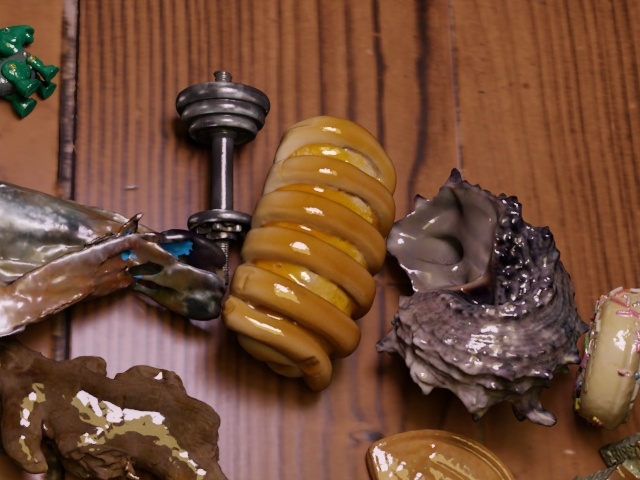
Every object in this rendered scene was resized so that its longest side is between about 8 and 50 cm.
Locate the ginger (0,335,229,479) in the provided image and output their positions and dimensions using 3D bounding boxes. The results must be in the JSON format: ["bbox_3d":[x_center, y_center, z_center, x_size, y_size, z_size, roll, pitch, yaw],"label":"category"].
[{"bbox_3d":[-0.228,0.190,1.656,0.333,0.080,0.166,26,50,-8],"label":"ginger"}]

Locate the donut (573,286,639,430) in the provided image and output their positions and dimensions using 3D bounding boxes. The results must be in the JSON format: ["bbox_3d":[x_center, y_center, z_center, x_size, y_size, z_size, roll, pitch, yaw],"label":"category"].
[{"bbox_3d":[0.333,0.132,1.798,0.068,0.174,0.174,13,64,4],"label":"donut"}]

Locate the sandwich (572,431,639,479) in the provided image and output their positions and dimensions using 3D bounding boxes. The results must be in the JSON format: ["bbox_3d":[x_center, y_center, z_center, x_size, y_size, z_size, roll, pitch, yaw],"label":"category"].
[{"bbox_3d":[0.346,0.279,1.778,0.244,0.090,0.088,-40,85,-27],"label":"sandwich"}]

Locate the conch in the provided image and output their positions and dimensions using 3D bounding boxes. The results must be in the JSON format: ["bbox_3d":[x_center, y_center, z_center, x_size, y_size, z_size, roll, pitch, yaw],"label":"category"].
[{"bbox_3d":[0.172,0.073,1.781,0.241,0.186,0.313,-12,69,-7],"label":"conch"}]

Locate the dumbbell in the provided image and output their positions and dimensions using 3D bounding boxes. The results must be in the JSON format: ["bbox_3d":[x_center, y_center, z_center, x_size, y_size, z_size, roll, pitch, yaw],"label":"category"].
[{"bbox_3d":[-0.111,-0.072,1.794,0.110,0.110,0.254,3,73,-15],"label":"dumbbell"}]

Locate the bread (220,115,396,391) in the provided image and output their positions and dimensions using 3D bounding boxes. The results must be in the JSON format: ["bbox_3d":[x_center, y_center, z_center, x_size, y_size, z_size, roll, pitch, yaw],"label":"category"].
[{"bbox_3d":[0.000,0.000,1.756,0.173,0.121,0.311,35,59,-36],"label":"bread"}]

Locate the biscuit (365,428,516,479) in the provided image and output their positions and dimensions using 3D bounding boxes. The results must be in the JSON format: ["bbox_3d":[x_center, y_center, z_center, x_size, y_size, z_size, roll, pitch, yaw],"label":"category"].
[{"bbox_3d":[0.150,0.288,1.752,0.221,0.029,0.142,40,63,3],"label":"biscuit"}]

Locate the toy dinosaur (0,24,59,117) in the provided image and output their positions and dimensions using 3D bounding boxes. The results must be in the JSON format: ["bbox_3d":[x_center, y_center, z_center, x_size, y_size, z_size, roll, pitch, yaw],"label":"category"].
[{"bbox_3d":[-0.359,-0.194,1.800,0.096,0.059,0.132,39,54,12],"label":"toy dinosaur"}]

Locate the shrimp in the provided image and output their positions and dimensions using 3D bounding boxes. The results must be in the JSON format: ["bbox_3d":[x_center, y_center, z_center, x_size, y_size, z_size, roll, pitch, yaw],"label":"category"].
[{"bbox_3d":[-0.316,0.023,1.669,0.446,0.110,0.221,5,47,-14],"label":"shrimp"}]
